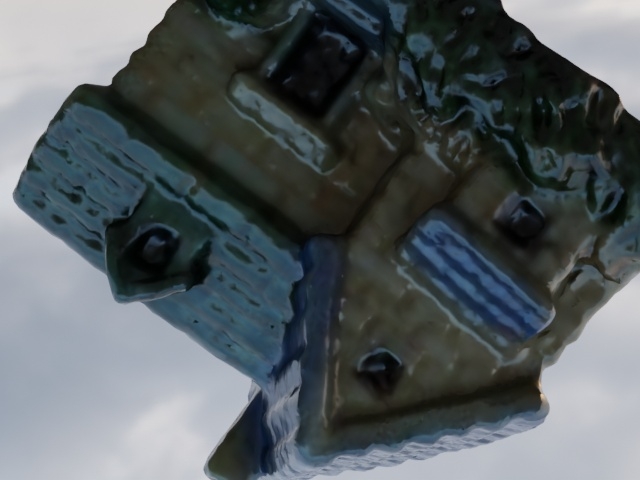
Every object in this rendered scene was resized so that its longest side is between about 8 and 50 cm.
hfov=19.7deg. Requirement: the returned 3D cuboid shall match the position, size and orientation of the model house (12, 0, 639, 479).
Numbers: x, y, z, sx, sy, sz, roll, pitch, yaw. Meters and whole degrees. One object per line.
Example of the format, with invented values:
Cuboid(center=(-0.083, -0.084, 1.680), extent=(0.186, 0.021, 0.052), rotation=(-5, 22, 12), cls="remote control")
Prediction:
Cuboid(center=(0.000, 0.000, 1.483), extent=(0.400, 0.445, 0.395), rotation=(-50, -178, -9), cls="model house")
